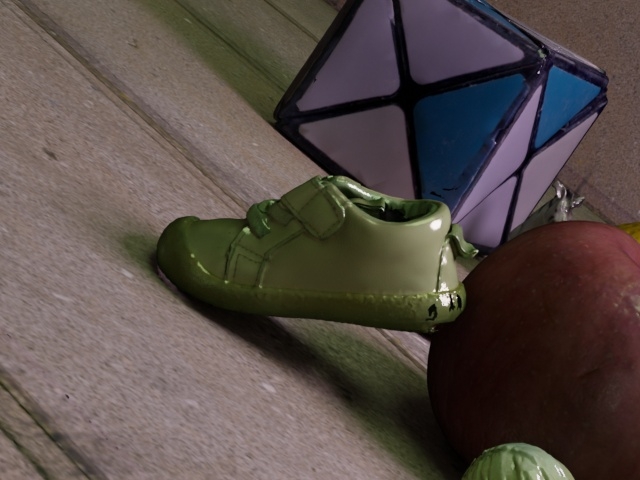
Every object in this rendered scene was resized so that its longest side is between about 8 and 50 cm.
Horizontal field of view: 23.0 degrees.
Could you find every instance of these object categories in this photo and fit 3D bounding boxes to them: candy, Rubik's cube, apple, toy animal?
[{"bbox_3d":[0.089,0.205,1.090,0.092,0.093,0.335,-7,-1,32],"label":"candy"},{"bbox_3d":[0.173,-0.186,2.145,0.307,0.310,0.305,39,12,26],"label":"Rubik's cube"},{"bbox_3d":[0.243,0.126,1.352,0.305,0.235,0.306,35,10,-7],"label":"apple"},{"bbox_3d":[0.292,0.005,2.062,0.073,0.176,0.217,40,12,18],"label":"toy animal"}]

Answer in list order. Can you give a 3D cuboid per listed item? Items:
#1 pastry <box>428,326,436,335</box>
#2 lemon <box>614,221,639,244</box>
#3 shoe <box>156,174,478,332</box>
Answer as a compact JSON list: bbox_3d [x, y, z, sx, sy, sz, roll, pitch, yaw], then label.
[{"bbox_3d":[0.129,0.071,1.659,0.169,0.063,0.087,33,10,-6],"label":"pastry"},{"bbox_3d":[0.363,0.100,1.749,0.267,0.267,0.267,33,13,-9],"label":"lemon"},{"bbox_3d":[-0.001,0.007,1.315,0.262,0.128,0.140,12,-1,8],"label":"shoe"}]
